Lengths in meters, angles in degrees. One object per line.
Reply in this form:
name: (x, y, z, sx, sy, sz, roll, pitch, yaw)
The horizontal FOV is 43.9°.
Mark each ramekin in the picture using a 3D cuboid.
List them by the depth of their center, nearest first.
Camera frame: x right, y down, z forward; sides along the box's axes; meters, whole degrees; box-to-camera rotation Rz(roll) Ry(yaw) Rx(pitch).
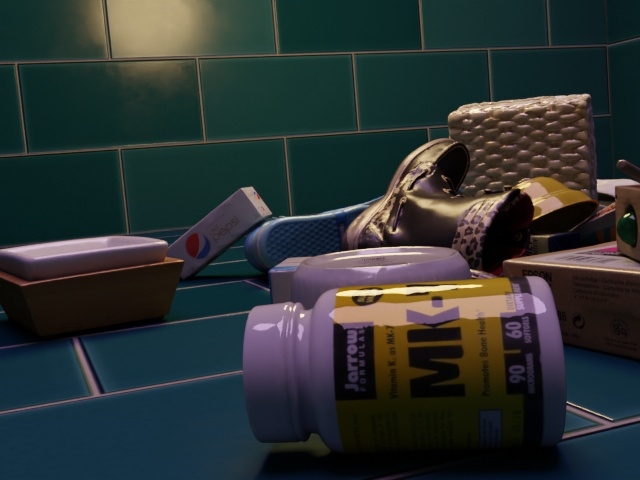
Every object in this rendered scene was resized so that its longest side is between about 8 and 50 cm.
ramekin: (0.064, 0.069, 0.823, 0.207, 0.108, 0.207, -5, 5, 0)

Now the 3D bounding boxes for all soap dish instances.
soap dish: (-0.366, 0.063, 1.209, 0.229, 0.118, 0.291, -8, 7, -31)

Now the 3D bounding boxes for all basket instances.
basket: (0.473, -0.171, 1.868, 0.332, 0.328, 0.266, -2, 8, 21)

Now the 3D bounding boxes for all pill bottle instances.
pill bottle: (0.058, 0.089, 0.562, 0.209, 0.119, 0.119, -4, 5, 7)

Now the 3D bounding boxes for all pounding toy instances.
pounding toy: (0.344, -0.033, 0.768, 0.141, 0.100, 0.130, -3, 6, 5)

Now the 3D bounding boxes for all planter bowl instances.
planter bowl: (0.394, -0.056, 1.468, 0.217, 0.090, 0.217, -20, -18, -7)

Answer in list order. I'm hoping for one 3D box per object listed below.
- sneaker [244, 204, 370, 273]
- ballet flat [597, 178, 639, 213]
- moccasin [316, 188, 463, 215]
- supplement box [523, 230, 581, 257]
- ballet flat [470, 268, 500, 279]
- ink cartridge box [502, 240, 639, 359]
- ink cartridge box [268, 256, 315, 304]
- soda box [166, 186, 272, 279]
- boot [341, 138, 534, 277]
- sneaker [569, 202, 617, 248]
sneaker: (0.000, 0.000, 1.553, 0.319, 0.127, 0.208, 0, -2, -25)
ballet flat: (0.634, -0.094, 2.058, 0.400, 0.139, 0.139, 1, 8, 40)
moccasin: (0.139, -0.017, 1.652, 0.342, 0.137, 0.116, -19, 43, 11)
supplement box: (0.394, 0.015, 1.381, 0.083, 0.056, 0.083, -8, 7, -37)
ballet flat: (0.147, 0.064, 0.934, 0.058, 0.084, 0.250, -27, 16, -36)
ink cartridge box: (0.342, 0.056, 0.838, 0.193, 0.088, 0.235, -9, 6, -27)
ink cartridge box: (-0.025, 0.071, 0.983, 0.052, 0.088, 0.122, -4, 5, 7)
soda box: (-0.206, -0.014, 1.581, 0.216, 0.074, 0.069, -38, -3, 15)
boot: (0.242, -0.057, 1.405, 0.284, 0.138, 0.377, 5, 36, 43)
sneaker: (0.546, -0.011, 1.382, 0.108, 0.121, 0.302, -30, -3, -25)
